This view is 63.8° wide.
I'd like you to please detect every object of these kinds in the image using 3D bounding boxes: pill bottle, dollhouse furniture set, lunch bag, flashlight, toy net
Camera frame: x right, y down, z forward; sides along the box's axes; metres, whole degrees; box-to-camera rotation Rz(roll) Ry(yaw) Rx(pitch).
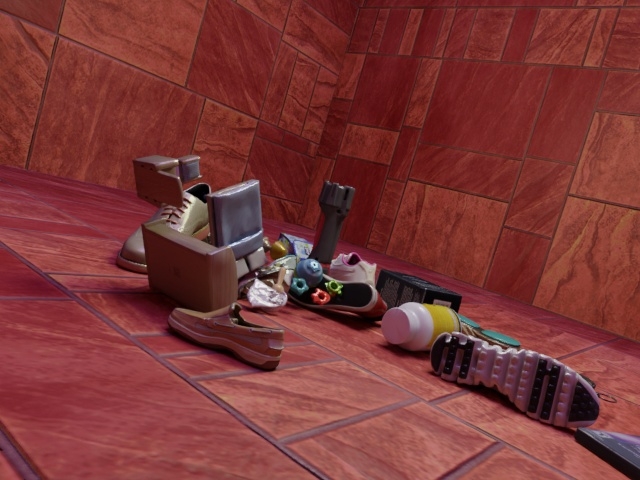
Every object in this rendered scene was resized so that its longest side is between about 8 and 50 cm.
[{"bbox_3d":[0.216,0.187,1.108,0.184,0.103,0.103,12,6,-44],"label":"pill bottle"},{"bbox_3d":[-0.157,-0.032,0.990,0.198,0.287,0.303,19,30,35],"label":"dollhouse furniture set"},{"bbox_3d":[-0.080,0.044,1.889,0.128,0.096,0.151,15,18,-41],"label":"lunch bag"},{"bbox_3d":[0.000,0.000,1.335,0.103,0.304,0.103,15,3,-3],"label":"flashlight"},{"bbox_3d":[-0.062,0.113,1.117,0.232,0.045,0.122,-23,69,-42],"label":"toy net"}]

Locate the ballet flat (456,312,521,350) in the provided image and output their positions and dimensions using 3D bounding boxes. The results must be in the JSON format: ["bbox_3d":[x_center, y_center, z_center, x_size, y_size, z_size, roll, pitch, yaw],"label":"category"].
[{"bbox_3d":[0.390,0.242,1.268,0.073,0.067,0.206,6,14,-44],"label":"ballet flat"}]

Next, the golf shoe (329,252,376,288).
[{"bbox_3d":[0.065,0.094,1.475,0.115,0.140,0.306,11,5,-33],"label":"golf shoe"}]

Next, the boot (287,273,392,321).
[{"bbox_3d":[0.047,0.145,1.262,0.244,0.089,0.176,8,-16,28],"label":"boot"}]

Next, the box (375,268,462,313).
[{"bbox_3d":[0.274,0.168,1.489,0.153,0.108,0.207,13,5,-32],"label":"box"}]

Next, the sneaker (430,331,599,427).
[{"bbox_3d":[0.353,0.246,0.942,0.292,0.110,0.118,20,-3,32],"label":"sneaker"}]

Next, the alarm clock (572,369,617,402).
[{"bbox_3d":[0.497,0.295,1.037,0.192,0.064,0.129,15,4,9],"label":"alarm clock"}]

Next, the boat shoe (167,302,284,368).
[{"bbox_3d":[-0.140,0.127,0.779,0.189,0.072,0.068,17,5,12],"label":"boat shoe"}]

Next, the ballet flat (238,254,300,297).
[{"bbox_3d":[-0.118,0.092,1.174,0.221,0.077,0.079,-13,46,-43],"label":"ballet flat"}]

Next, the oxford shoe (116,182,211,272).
[{"bbox_3d":[-0.368,-0.044,1.246,0.140,0.147,0.397,17,22,-1],"label":"oxford shoe"}]

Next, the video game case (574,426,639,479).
[{"bbox_3d":[0.563,0.357,0.784,0.274,0.026,0.196,13,5,-21],"label":"video game case"}]

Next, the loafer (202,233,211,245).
[{"bbox_3d":[-0.286,0.007,1.515,0.268,0.102,0.092,11,13,-41],"label":"loafer"}]
